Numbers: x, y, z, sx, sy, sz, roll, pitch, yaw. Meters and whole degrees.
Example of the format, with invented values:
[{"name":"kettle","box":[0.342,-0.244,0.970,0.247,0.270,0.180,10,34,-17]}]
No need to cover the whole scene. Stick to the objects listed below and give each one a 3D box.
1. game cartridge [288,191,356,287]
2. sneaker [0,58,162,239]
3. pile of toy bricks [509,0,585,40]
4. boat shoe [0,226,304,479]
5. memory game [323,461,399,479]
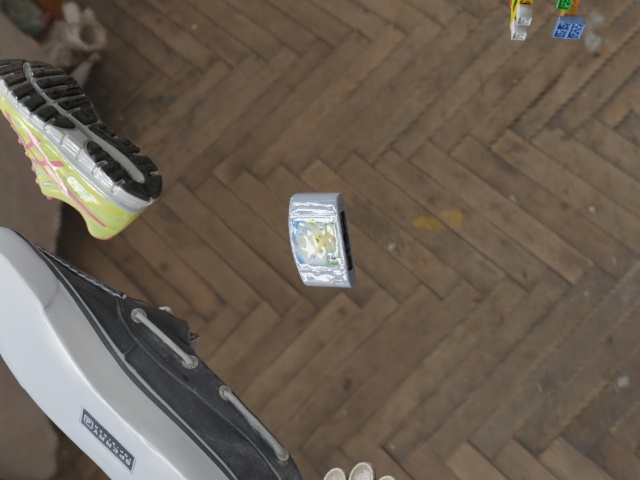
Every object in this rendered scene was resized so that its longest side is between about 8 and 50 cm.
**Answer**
[{"name":"game cartridge","box":[0.000,0.000,1.000,0.056,0.017,0.083,1,107,37]},{"name":"sneaker","box":[-0.243,-0.082,1.078,0.208,0.081,0.094,47,125,13]},{"name":"pile of toy bricks","box":[0.275,-0.319,1.300,0.118,0.212,0.105,4,67,-1]},{"name":"boat shoe","box":[-0.134,0.092,0.839,0.301,0.108,0.102,42,48,18]},{"name":"memory game","box":[0.026,0.309,1.150,0.186,0.012,0.186,-27,50,38]}]
